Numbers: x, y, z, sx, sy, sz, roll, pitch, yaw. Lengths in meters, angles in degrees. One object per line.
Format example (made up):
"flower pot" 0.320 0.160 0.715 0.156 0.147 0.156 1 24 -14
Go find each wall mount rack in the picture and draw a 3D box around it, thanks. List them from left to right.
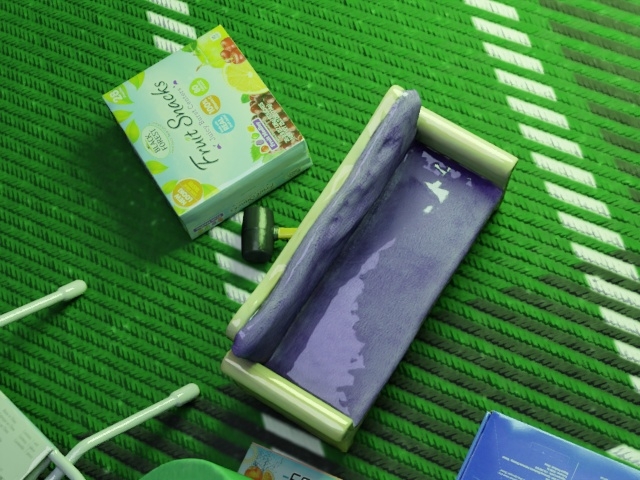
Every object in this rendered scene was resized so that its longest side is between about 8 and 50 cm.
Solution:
"wall mount rack" -0.321 0.192 1.414 0.350 0.130 0.304 39 80 25

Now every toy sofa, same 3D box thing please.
"toy sofa" 0.056 0.029 1.376 0.150 0.177 0.362 30 73 12

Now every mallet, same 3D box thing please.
"mallet" 0.000 0.000 1.495 0.189 0.039 0.062 5 66 9

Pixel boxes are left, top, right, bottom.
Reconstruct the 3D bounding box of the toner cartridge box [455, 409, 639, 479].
"toner cartridge box" 0.291 0.309 1.259 0.348 0.075 0.165 22 71 20

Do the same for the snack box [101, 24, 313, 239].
"snack box" -0.136 -0.131 1.564 0.174 0.070 0.207 -31 61 -6

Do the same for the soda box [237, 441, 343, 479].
"soda box" 0.002 0.273 1.340 0.183 0.063 0.058 20 69 19

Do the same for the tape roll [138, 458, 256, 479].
"tape roll" -0.139 0.366 1.210 0.321 0.077 0.321 -35 40 37
